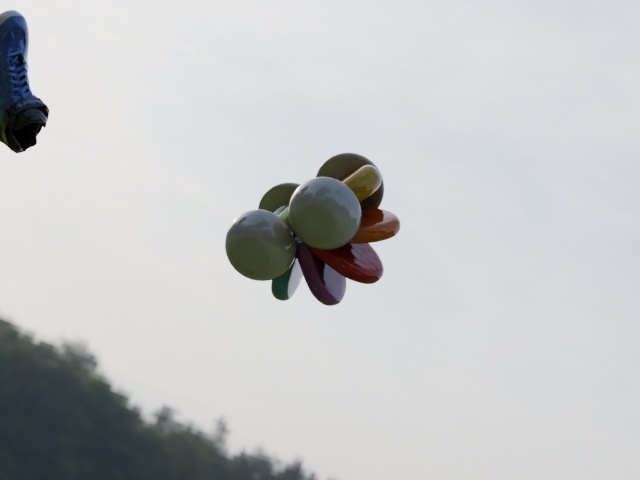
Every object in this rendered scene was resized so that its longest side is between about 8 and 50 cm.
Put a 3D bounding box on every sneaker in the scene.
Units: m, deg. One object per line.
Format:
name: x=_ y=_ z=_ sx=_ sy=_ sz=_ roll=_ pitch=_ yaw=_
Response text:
sneaker: x=-0.321 y=-0.164 z=1.825 sx=0.058 sy=0.152 sz=0.084 roll=-17 pitch=45 yaw=-43

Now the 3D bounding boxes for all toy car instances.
toy car: x=0.000 y=0.000 z=1.787 sx=0.182 sy=0.159 sz=0.136 roll=-26 pitch=-81 yaw=23
